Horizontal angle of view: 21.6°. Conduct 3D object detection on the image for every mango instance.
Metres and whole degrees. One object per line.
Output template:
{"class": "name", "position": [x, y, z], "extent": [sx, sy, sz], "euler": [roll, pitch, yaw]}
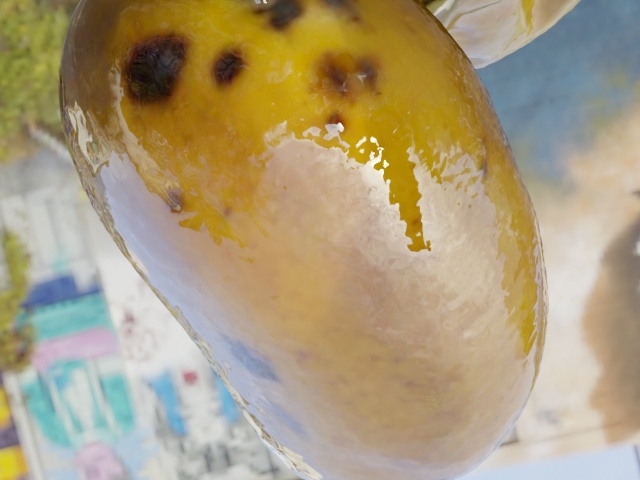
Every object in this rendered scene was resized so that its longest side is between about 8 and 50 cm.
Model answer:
{"class": "mango", "position": [0.002, 0.000, 0.422], "extent": [0.115, 0.178, 0.090], "euler": [13, -133, 46]}

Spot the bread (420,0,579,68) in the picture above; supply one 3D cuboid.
{"class": "bread", "position": [0.021, -0.155, 0.737], "extent": [0.252, 0.238, 0.196], "euler": [-38, -153, -10]}
